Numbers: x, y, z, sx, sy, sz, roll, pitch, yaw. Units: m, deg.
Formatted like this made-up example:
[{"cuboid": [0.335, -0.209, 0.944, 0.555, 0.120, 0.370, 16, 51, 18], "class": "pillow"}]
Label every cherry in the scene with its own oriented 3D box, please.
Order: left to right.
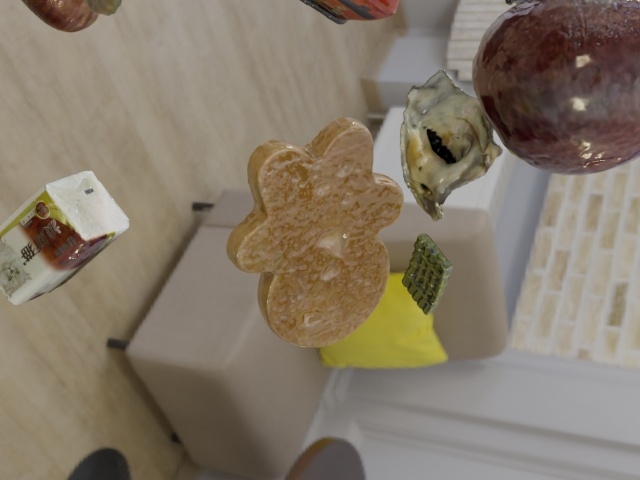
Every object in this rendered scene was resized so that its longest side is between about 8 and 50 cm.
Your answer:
[{"cuboid": [0.308, -0.184, 1.016, 0.230, 0.300, 0.202, 39, 52, -38], "class": "cherry"}]

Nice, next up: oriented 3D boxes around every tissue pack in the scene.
[{"cuboid": [-0.336, -0.003, 1.113, 0.099, 0.149, 0.106, 53, 25, 0], "class": "tissue pack"}]

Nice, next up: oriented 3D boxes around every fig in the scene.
[{"cuboid": [-0.425, -0.472, 1.508, 0.207, 0.175, 0.175, -49, 175, 32], "class": "fig"}]

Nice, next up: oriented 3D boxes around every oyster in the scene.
[{"cuboid": [0.251, -0.190, 1.764, 0.100, 0.271, 0.275, -30, 96, -39], "class": "oyster"}]

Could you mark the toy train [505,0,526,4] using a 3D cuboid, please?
[{"cuboid": [0.319, -0.415, 1.342, 0.219, 0.089, 0.127, -33, 122, -51], "class": "toy train"}]

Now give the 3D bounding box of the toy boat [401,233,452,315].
[{"cuboid": [0.133, 0.044, 1.113, 0.016, 0.063, 0.115, -25, 153, -20], "class": "toy boat"}]

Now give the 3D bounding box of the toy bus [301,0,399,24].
[{"cuboid": [0.064, -0.405, 1.085, 0.121, 0.120, 0.264, 18, 89, -50], "class": "toy bus"}]

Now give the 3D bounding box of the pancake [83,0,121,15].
[{"cuboid": [-0.273, -0.372, 0.978, 0.031, 0.250, 0.250, -22, 123, -19], "class": "pancake"}]

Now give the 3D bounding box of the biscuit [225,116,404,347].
[{"cuboid": [-0.001, -0.001, 1.277, 0.275, 0.052, 0.354, -23, 127, -18], "class": "biscuit"}]
